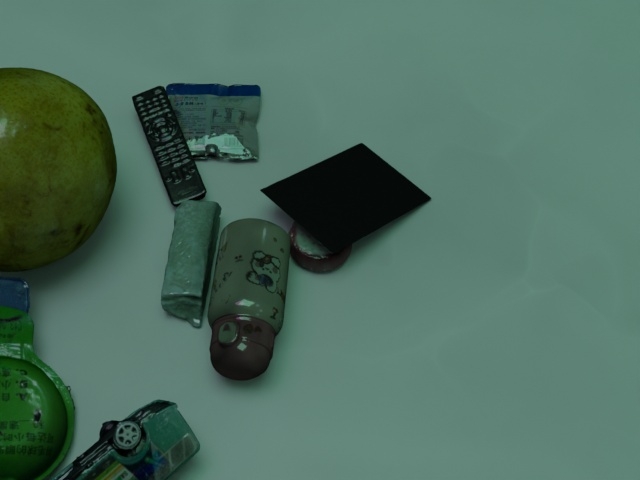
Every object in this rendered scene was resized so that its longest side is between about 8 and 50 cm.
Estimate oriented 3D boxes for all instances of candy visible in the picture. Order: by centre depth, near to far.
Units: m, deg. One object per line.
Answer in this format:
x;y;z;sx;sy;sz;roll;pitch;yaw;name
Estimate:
0.000;0.000;1.396;0.103;0.043;0.103;2;54;-3;candy

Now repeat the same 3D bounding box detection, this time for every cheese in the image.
-0.424;0.190;1.176;0.203;0.083;0.321;7;55;-32;cheese

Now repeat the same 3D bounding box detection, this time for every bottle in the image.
-0.105;0.088;1.285;0.109;0.110;0.233;5;53;0;bottle

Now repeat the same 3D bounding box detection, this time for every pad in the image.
0.046;-0.073;1.438;0.170;0.006;0.245;40;46;24;pad

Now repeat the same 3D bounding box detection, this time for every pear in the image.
-0.444;-0.115;1.301;0.303;0.304;0.304;2;54;-3;pear

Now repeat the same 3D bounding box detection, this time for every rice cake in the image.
-0.196;0.025;1.351;0.069;0.063;0.207;6;53;2;rice cake

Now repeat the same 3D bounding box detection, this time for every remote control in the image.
-0.253;-0.159;1.485;0.063;0.025;0.245;-19;62;-9;remote control

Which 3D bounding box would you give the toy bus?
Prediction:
-0.276;0.303;1.116;0.261;0.091;0.109;-39;104;-26;toy bus

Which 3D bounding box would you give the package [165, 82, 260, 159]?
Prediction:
-0.189;-0.207;1.544;0.171;0.027;0.173;0;55;0;package
